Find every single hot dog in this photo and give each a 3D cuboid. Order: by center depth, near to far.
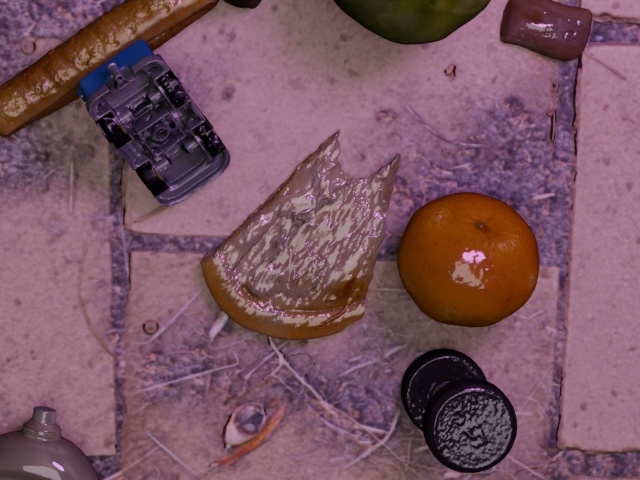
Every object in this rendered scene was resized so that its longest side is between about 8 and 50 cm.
[{"bbox_3d":[-0.238,-0.203,1.904,0.286,0.088,0.061,-33,94,-3],"label":"hot dog"}]

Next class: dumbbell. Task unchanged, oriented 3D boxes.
[{"bbox_3d":[0.149,0.184,1.939,0.100,0.191,0.100,-1,98,-5],"label":"dumbbell"}]

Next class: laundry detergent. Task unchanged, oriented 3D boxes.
[{"bbox_3d":[-0.328,0.308,1.963,0.181,0.091,0.253,9,97,-1],"label":"laundry detergent"}]

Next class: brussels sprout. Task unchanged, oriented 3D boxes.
[{"bbox_3d":[0.104,-0.347,1.844,0.210,0.219,0.271,21,111,-11],"label":"brussels sprout"}]

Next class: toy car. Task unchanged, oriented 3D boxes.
[{"bbox_3d":[-0.183,-0.134,1.904,0.097,0.100,0.191,-34,133,0],"label":"toy car"}]

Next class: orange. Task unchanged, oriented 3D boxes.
[{"bbox_3d":[0.160,0.025,1.945,0.159,0.159,0.136,11,137,-7],"label":"orange"}]

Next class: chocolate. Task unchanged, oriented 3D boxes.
[{"bbox_3d":[0.253,-0.239,1.972,0.101,0.031,0.064,17,92,-6],"label":"chocolate"}]

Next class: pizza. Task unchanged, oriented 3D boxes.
[{"bbox_3d":[0.000,0.000,1.979,0.181,0.034,0.262,38,93,-9],"label":"pizza"}]

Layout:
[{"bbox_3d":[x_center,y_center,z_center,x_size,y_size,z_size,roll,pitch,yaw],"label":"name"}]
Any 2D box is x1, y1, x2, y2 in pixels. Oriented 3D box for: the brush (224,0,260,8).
[{"bbox_3d":[-0.055,-0.399,1.899,0.071,0.084,0.301,10,91,-6],"label":"brush"}]
